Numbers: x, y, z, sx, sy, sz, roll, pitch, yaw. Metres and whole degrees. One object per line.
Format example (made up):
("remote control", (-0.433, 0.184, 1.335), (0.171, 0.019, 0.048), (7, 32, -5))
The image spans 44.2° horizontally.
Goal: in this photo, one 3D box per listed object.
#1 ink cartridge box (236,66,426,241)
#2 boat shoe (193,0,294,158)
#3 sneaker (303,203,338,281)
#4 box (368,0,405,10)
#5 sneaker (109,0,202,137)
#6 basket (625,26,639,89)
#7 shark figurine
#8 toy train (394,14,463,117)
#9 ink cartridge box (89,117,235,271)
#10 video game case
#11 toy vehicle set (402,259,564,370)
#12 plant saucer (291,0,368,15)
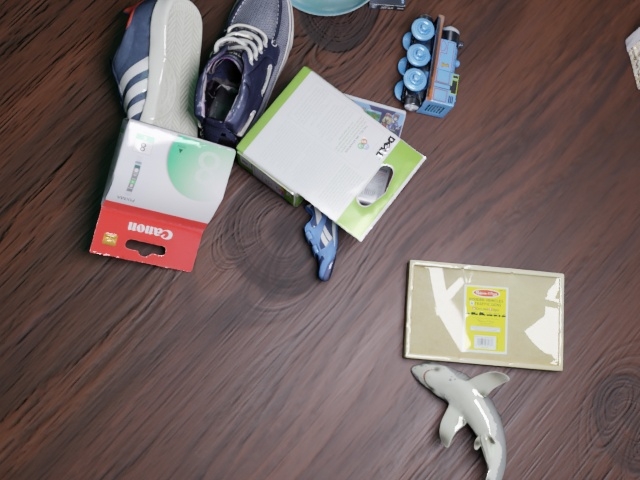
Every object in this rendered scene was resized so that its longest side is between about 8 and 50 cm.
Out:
("ink cartridge box", (0.015, -0.134, 1.323), (0.255, 0.097, 0.189), (38, 80, 4))
("boat shoe", (-0.126, -0.316, 1.340), (0.127, 0.158, 0.340), (11, 79, 2))
("sneaker", (0.000, 0.000, 1.342), (0.059, 0.053, 0.144), (3, 70, -3))
("box", (0.124, -0.468, 1.455), (0.067, 0.018, 0.083), (4, 79, -2))
("sneaker", (-0.299, -0.241, 1.352), (0.148, 0.131, 0.350), (9, 90, 32))
("basket", (0.650, -0.334, 1.407), (0.167, 0.113, 0.103), (-4, 83, -3))
("shark figurine", (0.265, 0.315, 1.271), (0.166, 0.116, 0.278), (-24, 70, 27))
("toy train", (0.196, -0.310, 1.401), (0.105, 0.080, 0.184), (13, 76, -9))
("ink cartridge box", (-0.255, -0.066, 1.273), (0.181, 0.056, 0.224), (14, 95, -26))
("video game case", (0.032, -0.169, 1.391), (0.201, 0.023, 0.183), (16, 79, 2))
("toy vehicle set", (0.276, 0.128, 1.335), (0.267, 0.035, 0.166), (6, 78, -1))
("plant saucer", (0.010, -0.553, 1.363), (0.317, 0.317, 0.044), (47, 39, 6))
